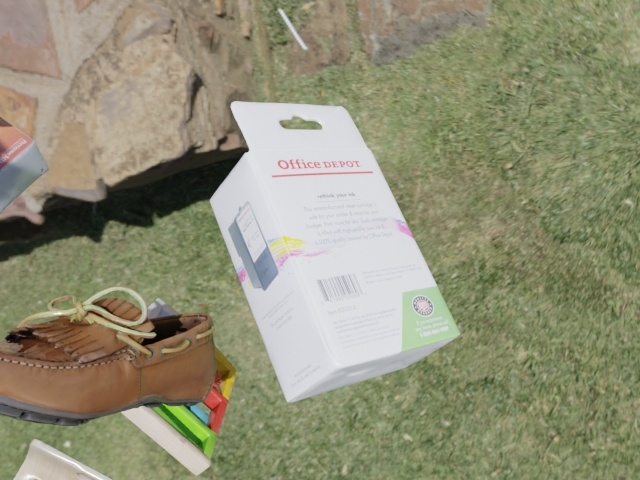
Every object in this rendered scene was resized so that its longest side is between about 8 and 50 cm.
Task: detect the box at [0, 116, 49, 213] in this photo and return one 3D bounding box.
[{"bbox_3d":[-0.585,-0.147,1.178,0.171,0.130,0.091,32,155,12],"label":"box"}]

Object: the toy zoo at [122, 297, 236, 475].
[{"bbox_3d":[-0.223,0.208,1.085,0.030,0.293,0.192,-39,105,17],"label":"toy zoo"}]

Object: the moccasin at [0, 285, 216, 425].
[{"bbox_3d":[-0.239,0.118,0.755,0.139,0.380,0.146,8,87,33],"label":"moccasin"}]

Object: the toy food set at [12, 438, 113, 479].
[{"bbox_3d":[-0.348,0.437,0.847,0.220,0.306,0.092,29,154,-3],"label":"toy food set"}]

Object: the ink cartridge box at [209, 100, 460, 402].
[{"bbox_3d":[0.000,0.000,0.867,0.119,0.207,0.353,-44,62,45],"label":"ink cartridge box"}]
